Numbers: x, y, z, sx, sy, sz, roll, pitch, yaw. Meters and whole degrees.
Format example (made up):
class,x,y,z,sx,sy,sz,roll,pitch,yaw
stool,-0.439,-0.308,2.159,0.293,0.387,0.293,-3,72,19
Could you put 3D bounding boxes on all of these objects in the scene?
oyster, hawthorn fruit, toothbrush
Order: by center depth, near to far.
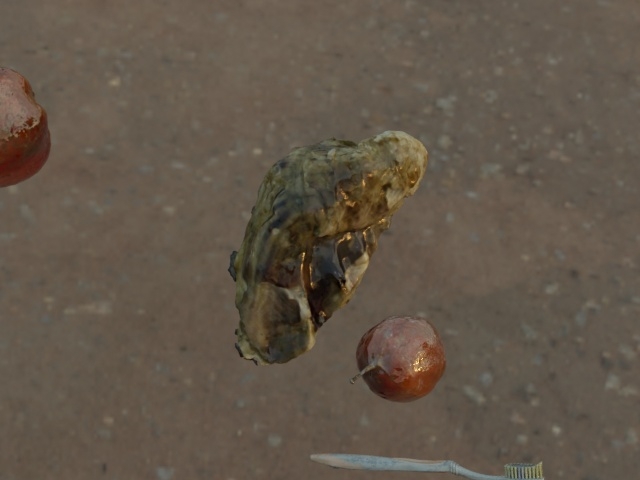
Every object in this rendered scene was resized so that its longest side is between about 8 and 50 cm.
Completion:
class,x,y,z,sx,sy,sz,roll,pitch,yaw
hawthorn fruit,0.046,0.089,0.929,0.066,0.067,0.103,31,25,36
oyster,0.006,0.002,1.368,0.166,0.294,0.094,23,-9,-20
hawthorn fruit,-0.445,-0.126,1.616,0.203,0.163,0.162,-33,46,-26
toothbrush,0.156,0.345,1.957,0.375,0.037,0.028,-1,9,23
